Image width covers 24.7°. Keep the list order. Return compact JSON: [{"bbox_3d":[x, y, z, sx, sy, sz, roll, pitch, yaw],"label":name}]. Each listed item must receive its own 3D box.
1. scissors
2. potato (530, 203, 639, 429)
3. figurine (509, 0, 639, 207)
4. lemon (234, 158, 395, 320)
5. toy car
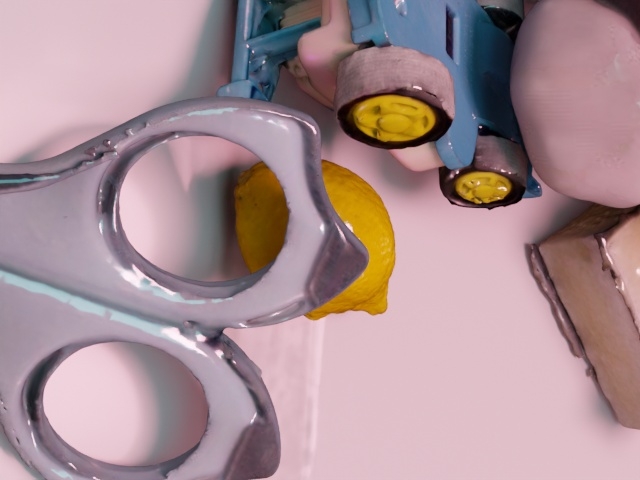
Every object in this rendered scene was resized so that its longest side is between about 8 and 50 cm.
[{"bbox_3d":[-0.160,-0.007,0.550,0.360,0.029,0.191,19,107,-19],"label":"scissors"},{"bbox_3d":[0.164,0.034,0.716,0.086,0.061,0.122,-32,106,-23],"label":"potato"},{"bbox_3d":[0.254,-0.120,0.697,0.365,0.206,0.218,-12,117,-60],"label":"figurine"},{"bbox_3d":[0.000,0.000,0.634,0.092,0.065,0.065,46,72,-20],"label":"lemon"},{"bbox_3d":[0.032,-0.078,0.648,0.161,0.098,0.126,40,46,-51],"label":"toy car"}]
